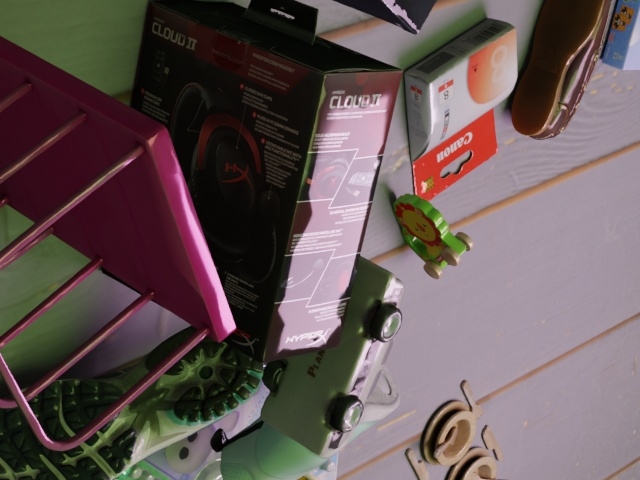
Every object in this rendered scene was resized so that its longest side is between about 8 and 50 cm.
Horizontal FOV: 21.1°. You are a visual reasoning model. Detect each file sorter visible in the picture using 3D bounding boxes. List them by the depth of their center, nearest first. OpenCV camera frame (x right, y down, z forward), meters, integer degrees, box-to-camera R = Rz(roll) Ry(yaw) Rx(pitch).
[{"bbox_3d":[-0.243,-0.008,1.284,0.182,0.291,0.202,-40,137,-24],"label":"file sorter"}]

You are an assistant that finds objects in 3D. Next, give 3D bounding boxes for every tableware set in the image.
[{"bbox_3d":[0.182,0.276,2.153,0.128,0.039,0.194,-49,140,-19],"label":"tableware set"}]

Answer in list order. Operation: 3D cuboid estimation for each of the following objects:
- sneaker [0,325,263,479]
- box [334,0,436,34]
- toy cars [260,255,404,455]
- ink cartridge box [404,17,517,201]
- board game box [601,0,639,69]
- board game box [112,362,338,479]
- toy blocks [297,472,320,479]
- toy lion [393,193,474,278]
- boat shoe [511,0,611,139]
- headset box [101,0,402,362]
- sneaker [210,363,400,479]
[{"bbox_3d":[-0.185,0.170,1.572,0.283,0.110,0.122,-20,168,-10],"label":"sneaker"},{"bbox_3d":[0.051,-0.294,1.571,0.093,0.156,0.158,36,82,-52],"label":"box"},{"bbox_3d":[0.000,0.000,1.617,0.087,0.176,0.393,2,72,-55],"label":"toy cars"},{"bbox_3d":[0.158,-0.134,1.885,0.145,0.045,0.179,-35,132,-32],"label":"ink cartridge box"},{"bbox_3d":[0.425,-0.313,2.101,0.160,0.039,0.211,-7,117,-48],"label":"board game box"},{"bbox_3d":[-0.105,0.304,1.822,0.390,0.050,0.390,-21,126,-42],"label":"board game box"},{"bbox_3d":[-0.043,0.315,1.815,0.148,0.054,0.123,-55,144,-9],"label":"toy blocks"},{"bbox_3d":[0.116,-0.009,1.881,0.034,0.096,0.100,-47,180,-21],"label":"toy lion"},{"bbox_3d":[0.281,-0.214,1.965,0.073,0.073,0.207,3,115,-52],"label":"boat shoe"},{"bbox_3d":[-0.062,-0.072,1.516,0.110,0.218,0.293,-8,116,-48],"label":"headset box"},{"bbox_3d":[-0.018,0.181,1.763,0.151,0.094,0.256,-33,179,25],"label":"sneaker"}]
